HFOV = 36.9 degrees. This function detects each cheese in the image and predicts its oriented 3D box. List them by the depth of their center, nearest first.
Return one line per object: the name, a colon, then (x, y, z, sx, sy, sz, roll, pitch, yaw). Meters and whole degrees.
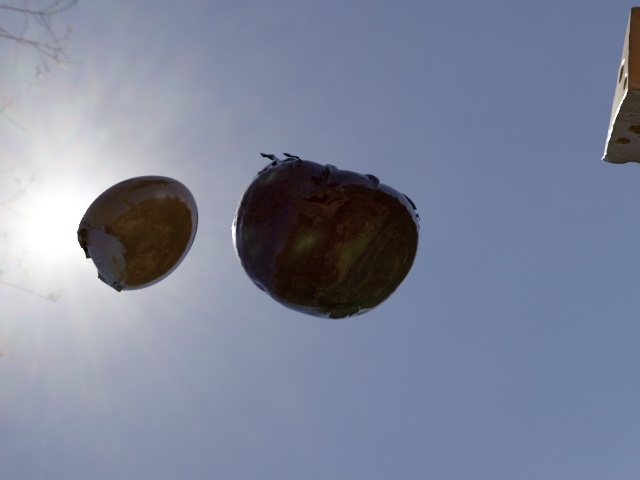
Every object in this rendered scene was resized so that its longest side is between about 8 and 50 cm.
cheese: (0.358, -0.138, 1.018, 0.171, 0.093, 0.126, 82, -162, -52)

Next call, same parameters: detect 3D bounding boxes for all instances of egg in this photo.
egg: (-0.133, -0.008, 0.721, 0.096, 0.080, 0.080, -34, -45, -39)

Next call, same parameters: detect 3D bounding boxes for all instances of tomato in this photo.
tomato: (0.000, 0.000, 1.545, 0.303, 0.304, 0.238, 19, -92, -49)
